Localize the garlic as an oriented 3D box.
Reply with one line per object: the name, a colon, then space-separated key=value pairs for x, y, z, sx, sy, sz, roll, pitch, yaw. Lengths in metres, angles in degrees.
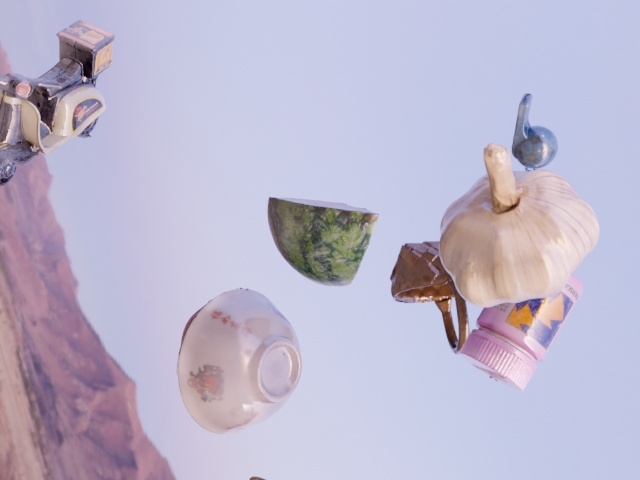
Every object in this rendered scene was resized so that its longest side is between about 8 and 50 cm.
garlic: x=0.216 y=-0.035 z=0.804 sx=0.199 sy=0.199 sz=0.226 roll=48 pitch=-4 yaw=46

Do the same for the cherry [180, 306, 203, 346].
cherry: x=-0.199 y=0.273 z=1.578 sx=0.285 sy=0.236 sz=0.213 roll=52 pitch=-43 yaw=2

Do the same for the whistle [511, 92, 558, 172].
whistle: x=0.408 y=-0.193 z=1.254 sx=0.090 sy=0.090 sz=0.158 roll=49 pitch=-30 yaw=45

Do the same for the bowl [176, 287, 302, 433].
bowl: x=-0.146 y=0.288 z=1.532 sx=0.157 sy=0.345 sz=0.345 roll=2 pitch=-71 yaw=43

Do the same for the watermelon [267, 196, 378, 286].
watermelon: x=0.000 y=0.000 z=1.434 sx=0.256 sy=0.176 sz=0.260 roll=29 pitch=-60 yaw=26

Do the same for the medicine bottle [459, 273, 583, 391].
medicine bottle: x=0.472 y=0.190 z=1.567 sx=0.178 sy=0.291 sz=0.178 roll=32 pitch=-9 yaw=6

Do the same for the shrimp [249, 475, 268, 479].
shrimp: x=-0.094 y=0.589 z=1.545 sx=0.162 sy=0.045 sz=0.095 roll=19 pitch=-54 yaw=18

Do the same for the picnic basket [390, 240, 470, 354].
picnic basket: x=0.370 y=0.163 z=1.870 sx=0.293 sy=0.337 sz=0.337 roll=82 pitch=-15 yaw=-74

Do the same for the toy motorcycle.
toy motorcycle: x=-0.382 y=-0.186 z=0.908 sx=0.091 sy=0.263 sz=0.157 roll=23 pitch=-50 yaw=4
